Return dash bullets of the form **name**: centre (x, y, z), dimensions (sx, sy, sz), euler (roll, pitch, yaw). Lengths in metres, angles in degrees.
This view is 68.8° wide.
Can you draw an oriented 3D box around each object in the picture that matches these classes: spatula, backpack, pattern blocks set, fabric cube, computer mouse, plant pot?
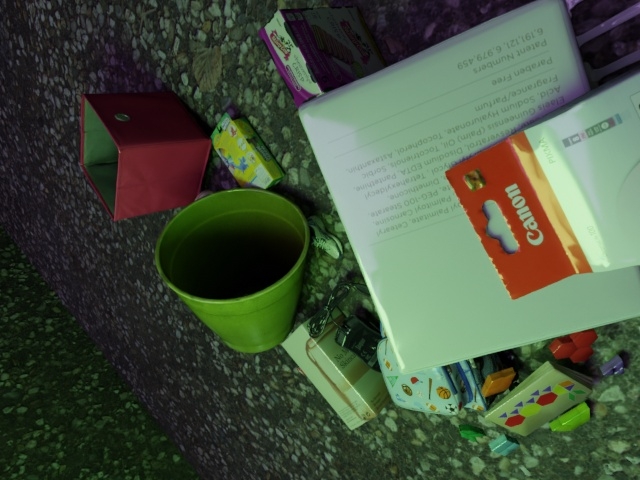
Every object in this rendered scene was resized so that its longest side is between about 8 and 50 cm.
- **spatula**: centre (0.430, -0.317, 0.697), dimensions (0.242, 0.019, 0.168), euler (-21, 92, 44)
- **backpack**: centre (0.246, 0.235, 1.023), dimensions (0.277, 0.213, 0.263), euler (-17, 90, 47)
- **pattern blocks set**: centre (0.423, 0.305, 0.904), dimensions (0.325, 0.026, 0.285), euler (-40, 121, 19)
- **fabric cube**: centre (-0.503, -0.249, 1.334), dimensions (0.254, 0.258, 0.259), euler (51, 136, 26)
- **computer mouse**: centre (0.113, 0.214, 1.204), dimensions (0.262, 0.060, 0.183), euler (29, 95, -5)
- **plant pot**: centre (-0.197, 0.111, 1.242), dimensions (0.367, 0.366, 0.352), euler (29, 147, 27)

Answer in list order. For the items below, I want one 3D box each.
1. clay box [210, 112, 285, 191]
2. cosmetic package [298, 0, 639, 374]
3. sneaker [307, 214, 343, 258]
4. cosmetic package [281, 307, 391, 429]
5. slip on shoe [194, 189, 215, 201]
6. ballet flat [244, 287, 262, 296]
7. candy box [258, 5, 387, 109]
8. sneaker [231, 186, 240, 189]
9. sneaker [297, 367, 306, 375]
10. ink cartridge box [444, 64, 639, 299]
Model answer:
- **clay box**: centre (-0.201, -0.227, 1.260), dimensions (0.221, 0.053, 0.127), euler (56, 137, 4)
- **cosmetic package**: centre (0.215, -0.077, 0.713), dimensions (0.328, 0.329, 0.393), euler (-20, 99, 16)
- **sneaker**: centre (0.000, 0.000, 1.202), dimensions (0.135, 0.058, 0.052), euler (48, 134, 9)
- **cosmetic package**: centre (0.057, 0.334, 1.265), dimensions (0.296, 0.153, 0.129), euler (47, 132, 9)
- **slip on shoe**: centre (-0.391, -0.037, 1.484), dimensions (0.101, 0.123, 0.331), euler (45, 138, 19)
- **ballet flat**: centre (-0.270, 0.159, 1.513), dimensions (0.231, 0.077, 0.077), euler (20, 140, 30)
- **candy box**: centre (0.017, -0.348, 0.879), dimensions (0.071, 0.233, 0.159), euler (-24, 96, 45)
- **sneaker**: centre (-0.272, -0.044, 1.390), dimensions (0.088, 0.092, 0.228), euler (22, 126, 29)
- **sneaker**: centre (-0.042, 0.377, 1.448), dimensions (0.067, 0.042, 0.118), euler (10, 120, 33)
- **ink cartridge box**: centre (0.286, -0.050, 0.507), dimensions (0.233, 0.066, 0.188), euler (-29, 97, 12)
